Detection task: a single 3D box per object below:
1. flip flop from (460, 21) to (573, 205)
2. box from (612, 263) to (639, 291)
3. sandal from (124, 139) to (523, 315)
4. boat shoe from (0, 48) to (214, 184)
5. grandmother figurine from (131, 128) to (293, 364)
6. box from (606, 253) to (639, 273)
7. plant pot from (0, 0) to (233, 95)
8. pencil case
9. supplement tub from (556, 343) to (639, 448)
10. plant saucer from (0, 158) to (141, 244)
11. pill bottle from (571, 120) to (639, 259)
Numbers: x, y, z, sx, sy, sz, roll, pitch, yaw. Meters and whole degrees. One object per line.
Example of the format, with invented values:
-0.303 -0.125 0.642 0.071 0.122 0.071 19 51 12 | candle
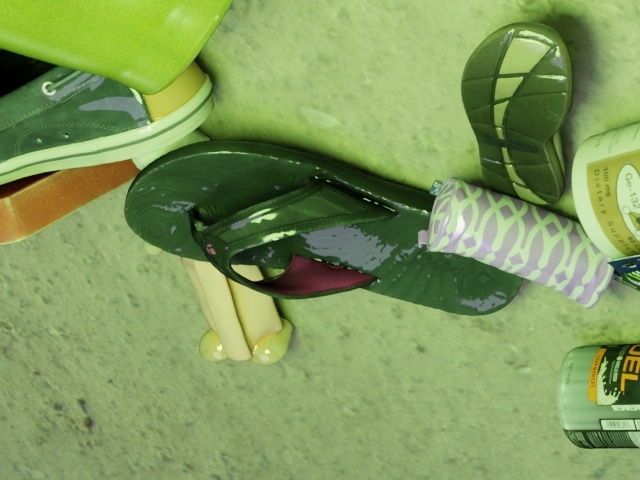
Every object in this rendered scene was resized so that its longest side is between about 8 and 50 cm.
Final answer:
0.209 -0.132 1.825 0.112 0.080 0.277 16 153 20 | flip flop
0.354 0.021 1.907 0.083 0.052 0.062 25 139 6 | box
0.002 -0.002 1.974 0.445 0.107 0.168 11 129 2 | sandal
-0.353 -0.154 2.036 0.500 0.187 0.156 -10 119 30 | boat shoe
-0.128 0.001 2.122 0.207 0.104 0.342 -5 132 21 | grandmother figurine
0.400 0.020 1.785 0.225 0.037 0.136 -10 172 15 | box
-0.248 -0.322 1.718 0.353 0.367 0.366 29 140 -18 | plant pot
0.206 0.005 1.908 0.206 0.086 0.088 20 127 -6 | pencil case
0.365 0.170 1.999 0.190 0.117 0.117 -5 128 32 | supplement tub
-0.363 -0.047 2.102 0.258 0.259 0.048 -9 106 35 | plant saucer
0.369 -0.065 1.754 0.229 0.131 0.131 -16 122 39 | pill bottle
